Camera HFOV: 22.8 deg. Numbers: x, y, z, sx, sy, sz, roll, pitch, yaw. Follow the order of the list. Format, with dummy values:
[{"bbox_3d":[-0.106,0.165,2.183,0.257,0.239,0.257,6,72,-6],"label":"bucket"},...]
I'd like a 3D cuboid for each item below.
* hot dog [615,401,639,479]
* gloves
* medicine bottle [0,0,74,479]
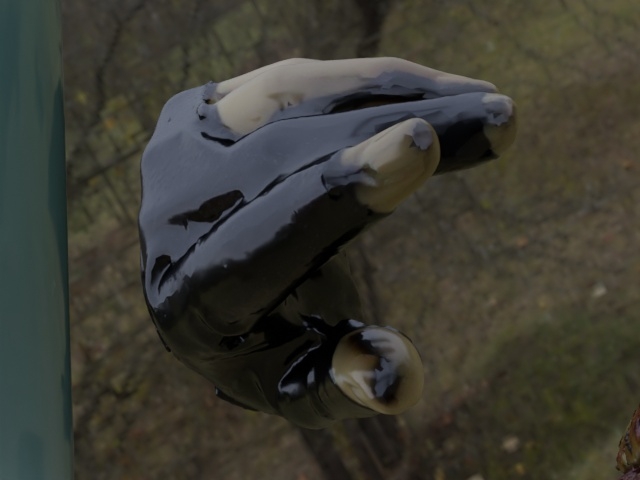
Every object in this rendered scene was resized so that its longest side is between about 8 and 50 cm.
[{"bbox_3d":[0.121,0.093,0.558,0.099,0.053,0.192,-57,-11,-18],"label":"hot dog"},{"bbox_3d":[-0.008,0.002,0.768,0.152,0.197,0.301,-5,-17,-33],"label":"gloves"},{"bbox_3d":[-0.143,-0.024,0.404,0.158,0.318,0.158,-4,-18,-1],"label":"medicine bottle"}]
